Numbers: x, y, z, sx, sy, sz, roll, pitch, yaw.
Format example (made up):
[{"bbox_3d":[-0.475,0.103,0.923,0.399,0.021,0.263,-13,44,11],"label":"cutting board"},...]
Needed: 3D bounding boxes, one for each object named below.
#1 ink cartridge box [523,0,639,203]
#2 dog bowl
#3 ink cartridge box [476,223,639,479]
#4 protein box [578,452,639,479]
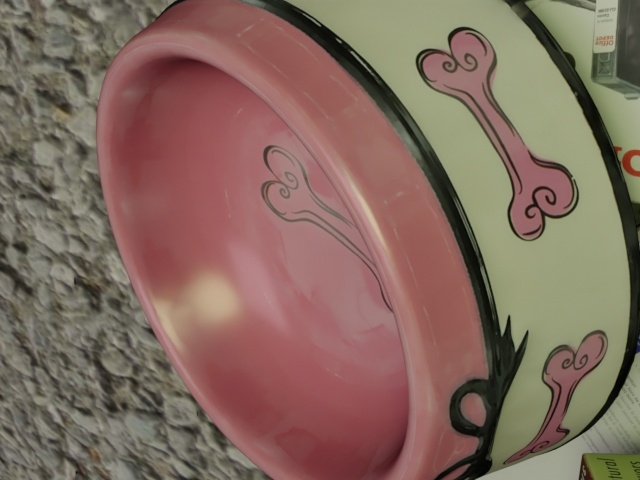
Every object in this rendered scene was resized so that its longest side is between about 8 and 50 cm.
[{"bbox_3d":[0.164,-0.173,0.642,0.197,0.114,0.272,15,118,37],"label":"ink cartridge box"},{"bbox_3d":[0.000,0.000,0.696,0.408,0.150,0.408,36,141,36],"label":"dog bowl"},{"bbox_3d":[0.198,0.108,0.764,0.333,0.065,0.165,-40,80,44],"label":"ink cartridge box"},{"bbox_3d":[0.267,0.239,0.609,0.201,0.200,0.136,2,113,-1],"label":"protein box"}]
